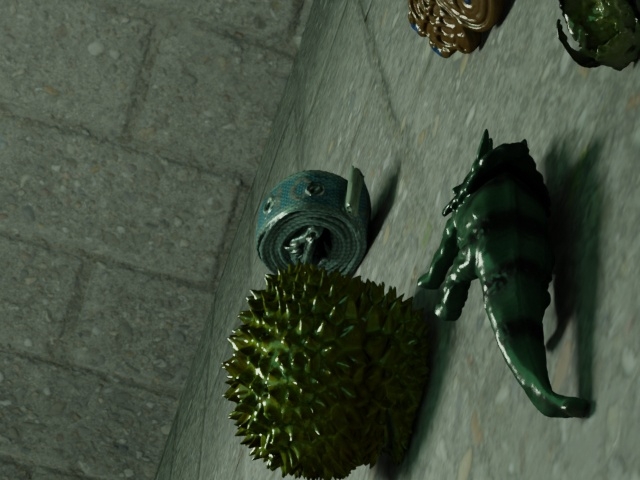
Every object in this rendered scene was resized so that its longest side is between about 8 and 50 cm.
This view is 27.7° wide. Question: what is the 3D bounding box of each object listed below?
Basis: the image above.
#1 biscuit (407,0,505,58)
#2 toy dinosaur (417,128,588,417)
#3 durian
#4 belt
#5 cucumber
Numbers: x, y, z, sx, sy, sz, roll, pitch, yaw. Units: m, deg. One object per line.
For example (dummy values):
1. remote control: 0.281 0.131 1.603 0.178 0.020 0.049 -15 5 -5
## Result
1. biscuit: 0.127 -0.246 1.291 0.026 0.124 0.175 -35 -17 -22
2. toy dinosaur: 0.122 0.027 0.902 0.120 0.079 0.292 113 166 -45
3. durian: -0.001 0.124 1.215 0.237 0.176 0.200 -143 50 -69
4. belt: -0.009 -0.012 1.596 0.163 0.148 0.082 71 -160 -51
5. cucumber: 0.192 -0.222 0.934 0.245 0.067 0.067 -86 15 -44
